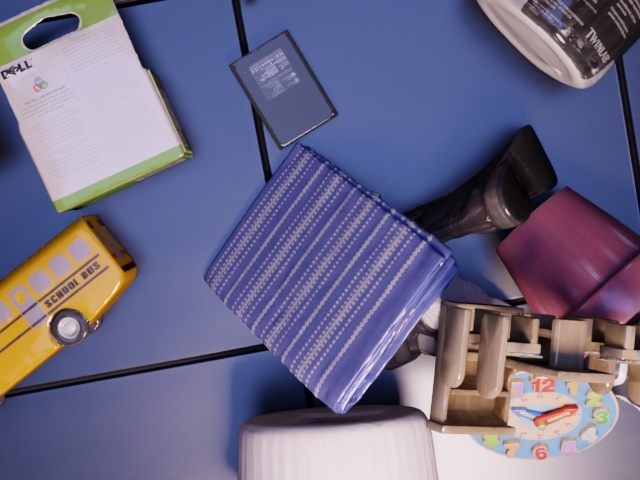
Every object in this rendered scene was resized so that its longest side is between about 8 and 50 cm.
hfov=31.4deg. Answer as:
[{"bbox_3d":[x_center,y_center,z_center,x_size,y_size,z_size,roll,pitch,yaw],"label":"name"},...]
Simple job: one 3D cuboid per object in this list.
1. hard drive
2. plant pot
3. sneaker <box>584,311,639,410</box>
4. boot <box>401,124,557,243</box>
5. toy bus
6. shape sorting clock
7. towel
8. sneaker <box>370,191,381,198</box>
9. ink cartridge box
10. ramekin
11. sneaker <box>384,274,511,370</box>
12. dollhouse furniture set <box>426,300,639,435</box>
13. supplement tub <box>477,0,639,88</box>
[{"bbox_3d":[-0.050,-0.204,1.548,0.094,0.022,0.135,-31,94,2],"label":"hard drive"},{"bbox_3d":[0.337,0.036,1.490,0.201,0.201,0.180,-42,79,3],"label":"plant pot"},{"bbox_3d":[0.489,0.143,1.541,0.153,0.094,0.235,44,93,-5],"label":"sneaker"},{"bbox_3d":[0.179,-0.050,1.503,0.229,0.263,0.091,-24,101,34],"label":"boot"},{"bbox_3d":[-0.402,0.118,1.531,0.333,0.108,0.130,-38,93,3],"label":"toy bus"},{"bbox_3d":[0.294,0.235,1.521,0.206,0.040,0.206,2,132,2],"label":"shape sorting clock"},{"bbox_3d":[0.004,0.039,1.457,0.040,0.336,0.243,31,96,-46],"label":"towel"},{"bbox_3d":[0.000,0.000,1.548,0.083,0.071,0.190,32,86,4],"label":"sneaker"},{"bbox_3d":[-0.308,-0.191,1.514,0.189,0.097,0.255,-24,93,2],"label":"ink cartridge box"},{"bbox_3d":[0.020,0.292,1.469,0.277,0.277,0.135,-4,88,0],"label":"ramekin"},{"bbox_3d":[0.173,0.132,1.539,0.268,0.101,0.153,36,133,-29],"label":"sneaker"},{"bbox_3d":[0.236,0.164,1.332,0.212,0.242,0.161,6,90,-24],"label":"dollhouse furniture set"},{"bbox_3d":[0.376,-0.376,1.441,0.207,0.207,0.338,43,93,-3],"label":"supplement tub"}]
